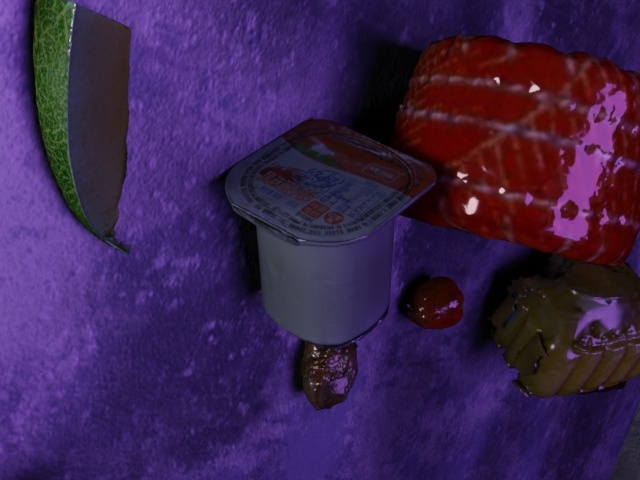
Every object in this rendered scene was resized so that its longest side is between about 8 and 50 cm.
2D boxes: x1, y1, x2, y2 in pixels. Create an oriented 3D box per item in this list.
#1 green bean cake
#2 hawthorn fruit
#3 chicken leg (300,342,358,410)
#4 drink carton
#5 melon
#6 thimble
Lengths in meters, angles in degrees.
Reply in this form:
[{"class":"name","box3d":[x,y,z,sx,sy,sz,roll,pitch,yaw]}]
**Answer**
[{"class":"green bean cake","box3d":[0.453,0.112,1.547,0.310,0.285,0.202,-6,140,-26]},{"class":"hawthorn fruit","box3d":[0.168,0.097,1.299,0.093,0.081,0.081,-10,121,-16]},{"class":"chicken leg","box3d":[0.013,0.126,1.125,0.085,0.069,0.197,-9,111,-24]},{"class":"drink carton","box3d":[0.000,0.000,0.954,0.191,0.186,0.189,-39,147,-36]},{"class":"melon","box3d":[-0.198,-0.095,0.755,0.114,0.053,0.261,-52,150,-51]},{"class":"thimble","box3d":[0.246,-0.106,1.063,0.350,0.350,0.230,10,97,-54]}]
